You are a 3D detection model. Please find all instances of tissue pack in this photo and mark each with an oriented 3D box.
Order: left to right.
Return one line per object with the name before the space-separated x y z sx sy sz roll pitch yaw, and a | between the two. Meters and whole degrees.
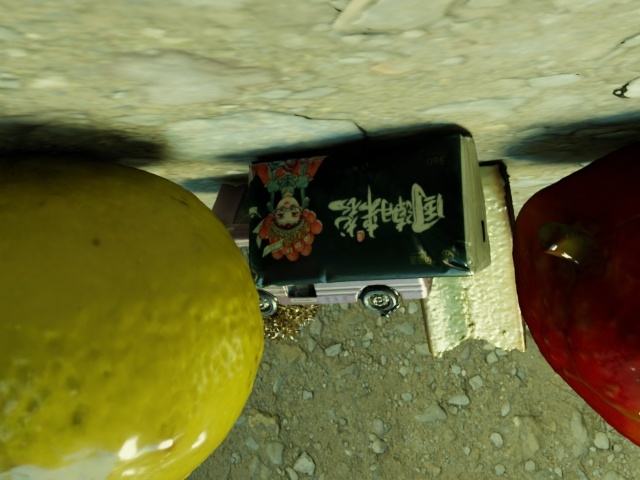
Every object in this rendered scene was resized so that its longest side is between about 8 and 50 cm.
tissue pack | 0.036 -0.019 0.584 0.170 0.103 0.090 -6 175 21

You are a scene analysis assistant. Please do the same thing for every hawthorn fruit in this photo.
hawthorn fruit | 0.283 0.033 0.642 0.307 0.265 0.265 21 164 -27

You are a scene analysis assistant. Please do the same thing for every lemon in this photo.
lemon | -0.177 0.064 0.522 0.260 0.260 0.284 -7 172 33

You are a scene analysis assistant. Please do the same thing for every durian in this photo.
durian | -0.073 0.071 1.246 0.167 0.196 0.196 -28 165 29

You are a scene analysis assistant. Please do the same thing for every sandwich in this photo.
sandwich | 0.155 0.026 0.809 0.108 0.186 0.220 -7 175 12

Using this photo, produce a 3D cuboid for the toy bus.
toy bus | 0.000 0.000 0.704 0.199 0.096 0.108 -2 132 15
